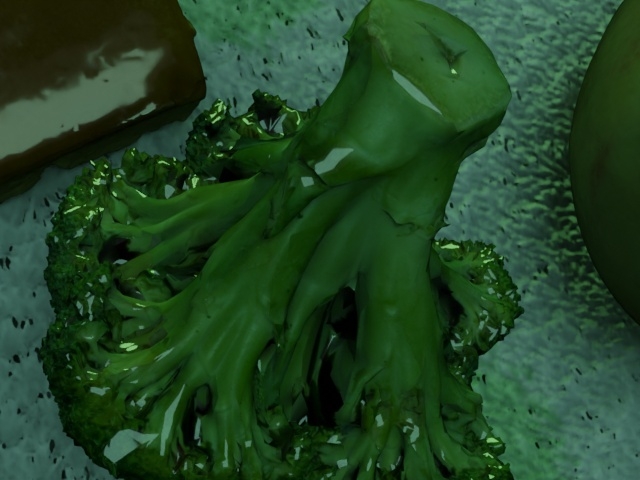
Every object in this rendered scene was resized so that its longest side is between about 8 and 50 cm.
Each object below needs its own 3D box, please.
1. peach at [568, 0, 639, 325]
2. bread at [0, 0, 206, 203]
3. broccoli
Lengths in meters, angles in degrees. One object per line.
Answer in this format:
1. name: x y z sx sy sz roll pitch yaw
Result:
1. peach: 0.284 -0.055 0.601 0.292 0.247 0.292 -1 53 2
2. bread: -0.240 -0.062 0.570 0.361 0.077 0.138 -27 84 -16
3. broccoli: 0.000 0.000 0.520 0.254 0.269 0.269 9 76 -23
